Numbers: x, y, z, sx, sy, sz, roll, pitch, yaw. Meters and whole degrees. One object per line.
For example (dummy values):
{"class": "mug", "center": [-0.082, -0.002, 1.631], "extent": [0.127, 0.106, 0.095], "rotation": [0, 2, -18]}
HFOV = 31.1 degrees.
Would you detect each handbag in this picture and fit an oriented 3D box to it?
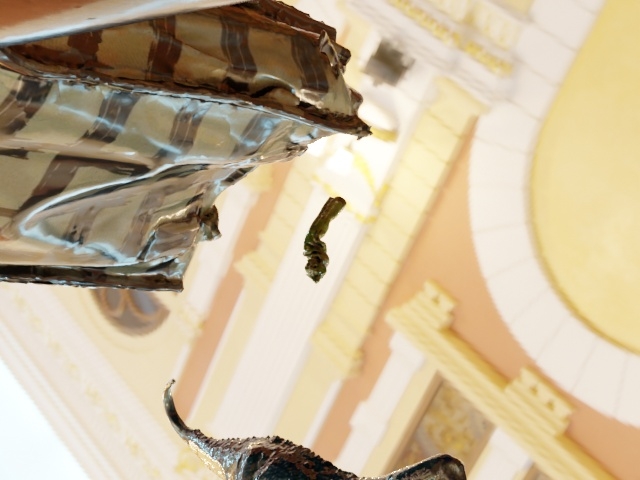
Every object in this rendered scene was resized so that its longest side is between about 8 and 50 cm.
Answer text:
{"class": "handbag", "center": [-0.175, -0.080, 0.863], "extent": [0.327, 0.325, 0.162], "rotation": [10, -121, -39]}

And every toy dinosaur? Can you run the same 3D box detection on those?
{"class": "toy dinosaur", "center": [-0.030, 0.208, 0.908], "extent": [0.076, 0.147, 0.363], "rotation": [19, 171, -39]}

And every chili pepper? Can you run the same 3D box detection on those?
{"class": "chili pepper", "center": [0.000, 0.000, 0.948], "extent": [0.027, 0.022, 0.083], "rotation": [14, -116, 3]}

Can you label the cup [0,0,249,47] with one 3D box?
{"class": "cup", "center": [-0.096, -0.135, 0.459], "extent": [0.239, 0.177, 0.166], "rotation": [44, -136, -48]}
